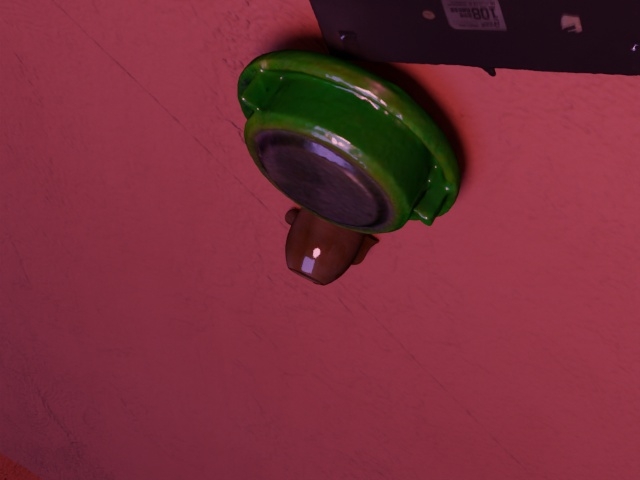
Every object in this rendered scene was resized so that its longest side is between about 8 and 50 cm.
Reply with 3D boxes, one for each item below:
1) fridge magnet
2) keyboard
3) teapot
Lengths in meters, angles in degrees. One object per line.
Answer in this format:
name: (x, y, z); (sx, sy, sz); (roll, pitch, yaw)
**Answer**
fridge magnet: (0.019, -0.078, 1.178); (0.208, 0.088, 0.208); (27, 159, 11)
keyboard: (0.118, -0.165, 1.019); (0.317, 0.027, 0.106); (10, 136, 40)
teapot: (0.000, 0.000, 1.341); (0.085, 0.080, 0.110); (30, 171, -29)
